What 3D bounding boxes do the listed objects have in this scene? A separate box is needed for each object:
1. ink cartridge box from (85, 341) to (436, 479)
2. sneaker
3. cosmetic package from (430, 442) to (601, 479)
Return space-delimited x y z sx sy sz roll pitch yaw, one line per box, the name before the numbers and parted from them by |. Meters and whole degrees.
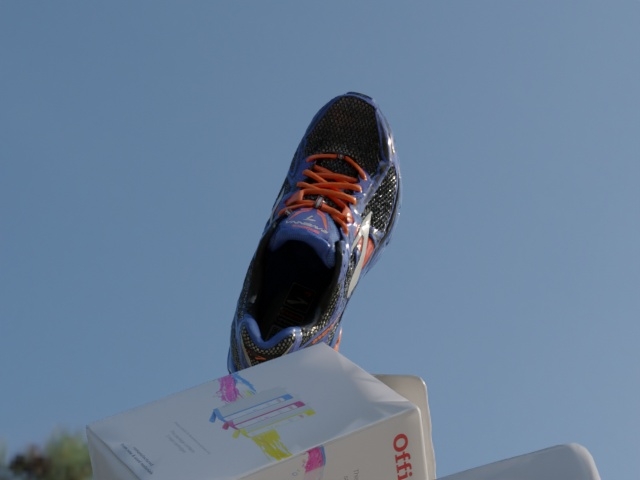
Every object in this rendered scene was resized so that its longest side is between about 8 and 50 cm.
ink cartridge box | -0.018 0.115 0.832 0.143 0.090 0.092 -18 -64 -25
sneaker | 0.000 0.000 1.184 0.083 0.221 0.087 13 -22 7
cosmetic package | 0.044 0.250 0.495 0.155 0.197 0.365 -17 -44 1
